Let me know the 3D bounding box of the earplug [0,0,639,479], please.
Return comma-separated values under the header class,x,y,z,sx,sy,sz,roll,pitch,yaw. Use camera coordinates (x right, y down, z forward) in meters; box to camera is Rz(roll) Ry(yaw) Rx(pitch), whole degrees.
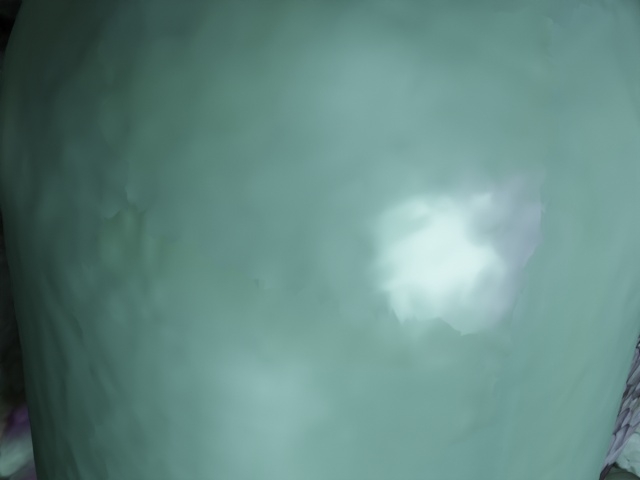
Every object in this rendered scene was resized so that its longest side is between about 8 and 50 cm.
class,x,y,z,sx,sy,sz,roll,pitch,yaw
earplug,0.000,0.000,0.563,0.312,0.312,0.394,-33,142,-33
